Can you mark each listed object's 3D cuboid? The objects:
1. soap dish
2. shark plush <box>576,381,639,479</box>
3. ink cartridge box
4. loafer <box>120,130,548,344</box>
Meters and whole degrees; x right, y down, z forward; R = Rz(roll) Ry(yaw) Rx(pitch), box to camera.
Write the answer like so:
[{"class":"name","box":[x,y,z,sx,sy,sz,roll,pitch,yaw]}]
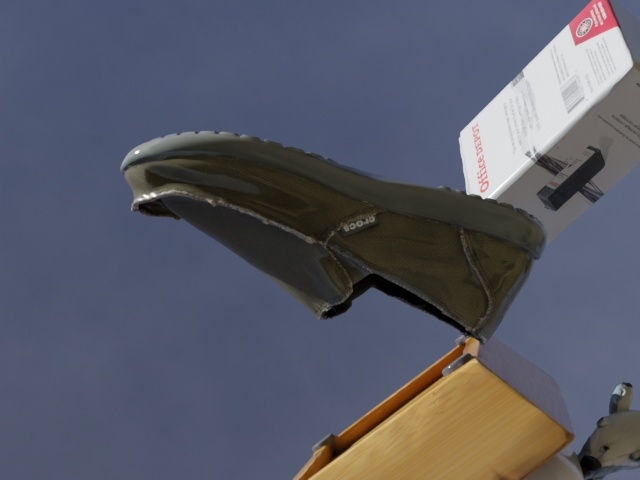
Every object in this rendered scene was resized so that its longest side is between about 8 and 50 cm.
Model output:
[{"class":"soap dish","box":[0.080,0.173,0.880,0.229,0.291,0.118,-38,-95,7]},{"class":"shark plush","box":[0.239,0.182,0.930,0.073,0.067,0.161,37,-147,18]},{"class":"ink cartridge box","box":[0.311,-0.146,1.444,0.114,0.273,0.197,32,-148,-22]},{"class":"loafer","box":[0.000,0.000,0.658,0.251,0.094,0.087,13,-96,9]}]
